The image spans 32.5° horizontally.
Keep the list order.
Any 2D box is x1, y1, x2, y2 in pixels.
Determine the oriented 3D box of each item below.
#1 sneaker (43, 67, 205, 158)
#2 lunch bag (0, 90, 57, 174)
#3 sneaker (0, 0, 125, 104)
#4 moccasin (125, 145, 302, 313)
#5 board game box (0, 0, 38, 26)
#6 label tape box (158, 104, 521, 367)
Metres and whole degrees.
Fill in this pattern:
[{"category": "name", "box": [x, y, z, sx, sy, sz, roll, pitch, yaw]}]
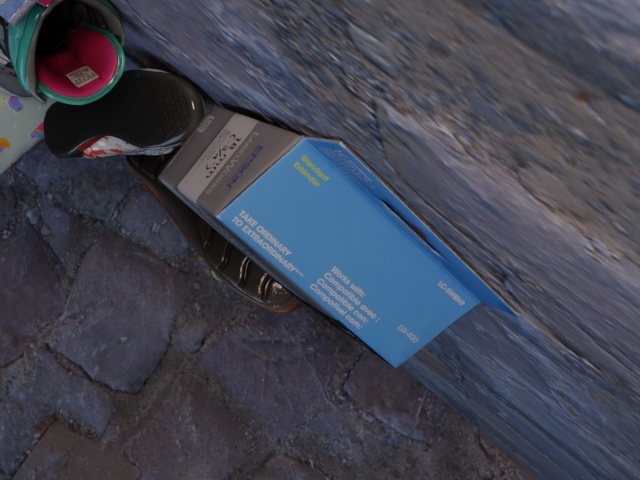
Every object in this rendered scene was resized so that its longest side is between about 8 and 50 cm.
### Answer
[{"category": "sneaker", "box": [-0.189, -0.147, 1.275, 0.270, 0.090, 0.145, -5, -176, 43]}, {"category": "lunch bag", "box": [-0.431, -0.233, 1.343, 0.262, 0.223, 0.160, 43, -162, -35]}, {"category": "sneaker", "box": [-0.282, -0.199, 1.141, 0.178, 0.124, 0.295, 44, 163, 13]}, {"category": "moccasin", "box": [-0.143, -0.025, 1.615, 0.380, 0.139, 0.147, 37, 175, 31]}, {"category": "board game box", "box": [-0.264, -0.243, 0.925, 0.090, 0.090, 0.020, 39, 178, 4]}, {"category": "label tape box", "box": [0.000, 0.000, 1.035, 0.240, 0.106, 0.334, 42, 174, -24]}]
